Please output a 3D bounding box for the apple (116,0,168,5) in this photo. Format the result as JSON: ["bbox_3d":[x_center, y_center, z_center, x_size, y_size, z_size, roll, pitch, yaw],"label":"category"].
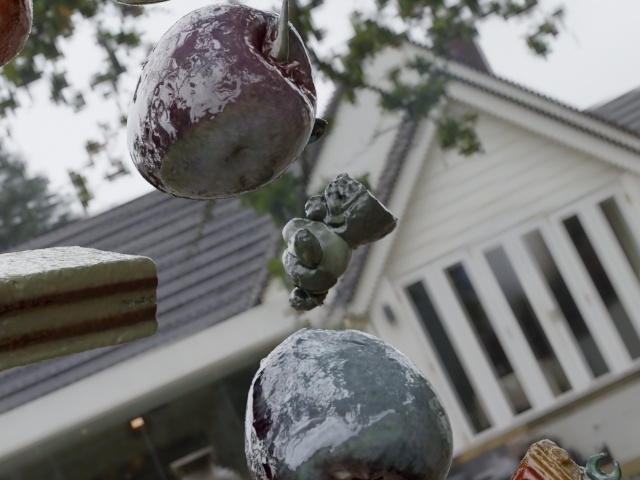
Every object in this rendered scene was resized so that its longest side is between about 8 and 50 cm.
[{"bbox_3d":[-0.284,-0.463,2.284,0.200,0.200,0.200,-24,-10,-5],"label":"apple"}]

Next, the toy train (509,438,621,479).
[{"bbox_3d":[0.217,0.385,1.611,0.231,0.163,0.369,-4,-51,-47],"label":"toy train"}]

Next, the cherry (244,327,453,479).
[{"bbox_3d":[0.031,0.241,1.789,0.255,0.296,0.218,-25,-37,6],"label":"cherry"}]

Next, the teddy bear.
[{"bbox_3d":[0.007,-0.015,2.502,0.251,0.144,0.171,-42,-26,-12],"label":"teddy bear"}]

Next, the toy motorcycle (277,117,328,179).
[{"bbox_3d":[-0.117,-0.194,2.556,0.182,0.124,0.272,-34,-30,23],"label":"toy motorcycle"}]

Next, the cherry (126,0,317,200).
[{"bbox_3d":[-0.101,-0.146,1.519,0.266,0.183,0.213,-43,25,33],"label":"cherry"}]

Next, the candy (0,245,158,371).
[{"bbox_3d":[-0.400,0.088,2.022,0.179,0.135,0.320,9,13,41],"label":"candy"}]

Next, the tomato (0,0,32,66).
[{"bbox_3d":[-0.554,-0.382,2.286,0.188,0.232,0.232,-7,-15,-13],"label":"tomato"}]
